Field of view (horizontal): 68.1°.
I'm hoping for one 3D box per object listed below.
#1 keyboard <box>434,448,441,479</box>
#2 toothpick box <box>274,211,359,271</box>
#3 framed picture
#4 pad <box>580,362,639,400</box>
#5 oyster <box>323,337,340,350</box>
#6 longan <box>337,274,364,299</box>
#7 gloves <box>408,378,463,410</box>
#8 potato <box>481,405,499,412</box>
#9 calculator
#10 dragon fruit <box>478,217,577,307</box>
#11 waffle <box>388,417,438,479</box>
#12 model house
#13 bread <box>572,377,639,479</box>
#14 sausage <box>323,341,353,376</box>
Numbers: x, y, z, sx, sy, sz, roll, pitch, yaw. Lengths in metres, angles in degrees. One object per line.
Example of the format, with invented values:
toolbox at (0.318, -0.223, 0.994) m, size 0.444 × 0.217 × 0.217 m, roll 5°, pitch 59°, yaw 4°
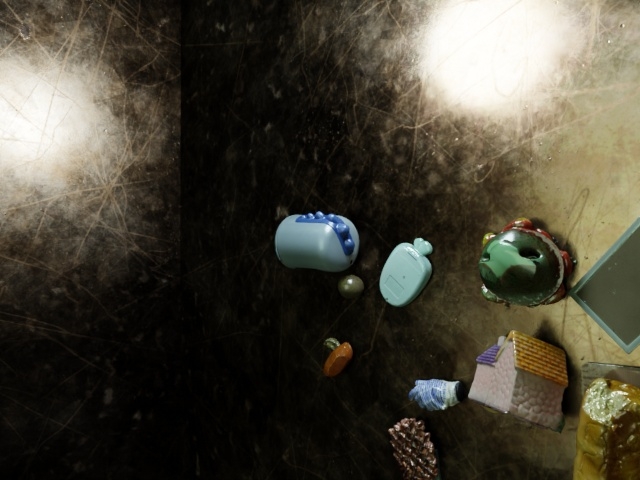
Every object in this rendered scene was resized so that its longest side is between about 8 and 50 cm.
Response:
keyboard at (0.413, 0.848, 1.726) m, size 0.055 × 0.014 × 0.176 m, roll -10°, pitch 84°, yaw 49°
toothpick box at (0.000, 0.000, 1.957) m, size 0.354 × 0.262 × 0.264 m, roll 3°, pitch 94°, yaw 44°
framed picture at (0.824, 0.112, 1.233) m, size 0.296 × 0.019 × 0.232 m, roll -60°, pitch 35°, yaw 28°
pad at (0.851, 0.481, 1.255) m, size 0.283 × 0.018 × 0.287 m, roll -6°, pitch 88°, yaw 46°
oyster at (0.061, 0.459, 2.073) m, size 0.083 × 0.038 × 0.081 m, roll 45°, pitch 135°, yaw 6°
longan at (0.129, 0.196, 1.943) m, size 0.106 × 0.106 × 0.119 m, roll -18°, pitch 118°, yaw 45°
gloves at (0.401, 0.545, 1.682) m, size 0.229 × 0.097 × 0.119 m, roll -34°, pitch 37°, yaw 46°
potato at (0.552, 0.522, 1.544) m, size 0.083 × 0.062 × 0.068 m, roll 32°, pitch 131°, yaw 18°
calculator at (0.319, 0.119, 1.775) m, size 0.184 × 0.042 × 0.296 m, roll 47°, pitch 123°, yaw 34°
dragon fruit at (0.599, 0.073, 1.432) m, size 0.295 × 0.130 × 0.269 m, roll 37°, pitch 122°, yaw 38°
waffle at (0.346, 0.782, 1.755) m, size 0.221 × 0.055 × 0.235 m, roll -45°, pitch 54°, yaw 45°
model house at (0.599, 0.409, 1.413) m, size 0.237 × 0.202 × 0.238 m, roll 136°, pitch 153°, yaw -78°
bread at (0.743, 0.536, 1.226) m, size 0.148 × 0.195 × 0.345 m, roll 4°, pitch 94°, yaw 26°
sausage at (0.074, 0.512, 2.012) m, size 0.089 × 0.089 × 0.179 m, roll 49°, pitch 120°, yaw 33°
